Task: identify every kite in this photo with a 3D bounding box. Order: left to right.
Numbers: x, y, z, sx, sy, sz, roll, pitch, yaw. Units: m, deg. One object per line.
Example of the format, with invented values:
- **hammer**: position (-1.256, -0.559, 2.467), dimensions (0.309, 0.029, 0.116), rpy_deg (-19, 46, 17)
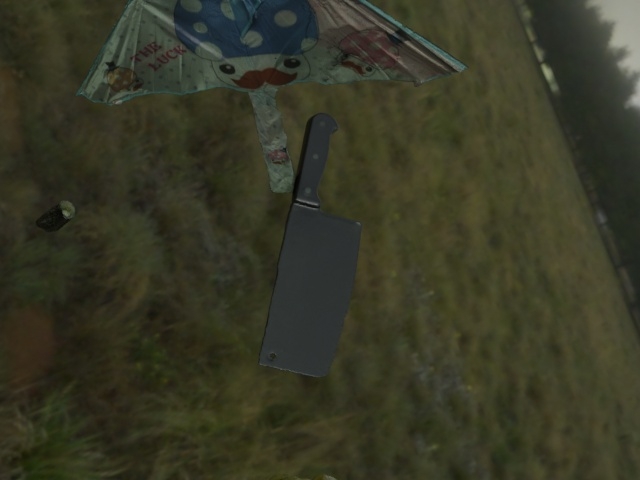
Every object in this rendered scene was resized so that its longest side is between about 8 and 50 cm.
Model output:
- **kite**: position (-0.051, -0.136, 0.804), dimensions (0.314, 0.335, 0.011), rpy_deg (72, 23, -51)

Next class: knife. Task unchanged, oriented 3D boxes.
- **knife**: position (0.000, 0.000, 0.894), dimensions (0.019, 0.072, 0.245), rpy_deg (129, -27, -68)

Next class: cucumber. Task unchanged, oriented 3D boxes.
- **cucumber**: position (-0.399, -0.031, 1.498), dimensions (0.033, 0.135, 0.034), rpy_deg (52, 55, -11)

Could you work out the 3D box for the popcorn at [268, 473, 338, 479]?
- **popcorn**: position (-0.021, 0.293, 0.770), dimensions (0.192, 0.266, 0.233), rpy_deg (78, 19, -51)
